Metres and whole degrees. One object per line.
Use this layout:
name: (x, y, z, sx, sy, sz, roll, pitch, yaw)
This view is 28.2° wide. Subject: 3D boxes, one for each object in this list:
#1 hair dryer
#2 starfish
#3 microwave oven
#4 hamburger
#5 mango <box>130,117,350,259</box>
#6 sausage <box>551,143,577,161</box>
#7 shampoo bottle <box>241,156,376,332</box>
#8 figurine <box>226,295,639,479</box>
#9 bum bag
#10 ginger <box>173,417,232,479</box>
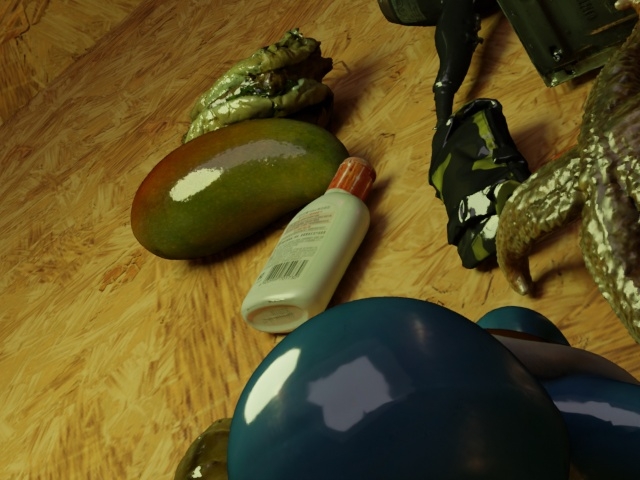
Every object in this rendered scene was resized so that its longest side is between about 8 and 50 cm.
hair dryer: (0.191, -0.238, 1.433, 0.303, 0.120, 0.359, -10, 46, 25)
starfish: (0.237, -0.052, 0.941, 0.327, 0.094, 0.375, -24, 44, 47)
microwave oven: (0.280, -0.263, 1.225, 0.205, 0.163, 0.129, -22, 32, 28)
hamburger: (-0.073, -0.158, 1.592, 0.206, 0.130, 0.183, -39, -5, 32)
mango: (-0.098, -0.066, 1.477, 0.289, 0.129, 0.146, -21, 27, 18)
sausage: (0.325, -0.095, 1.004, 0.347, 0.053, 0.053, -21, 31, 37)
shampoo bottle: (0.000, 0.000, 1.307, 0.108, 0.051, 0.221, -17, 33, 43)
figurine: (0.114, 0.142, 0.671, 0.298, 0.243, 0.416, -25, -12, 20)
bum bag: (0.146, -0.058, 1.179, 0.107, 0.060, 0.232, -50, 20, 19)
ginger: (-0.079, 0.217, 1.031, 0.095, 0.069, 0.190, -37, 25, 18)
